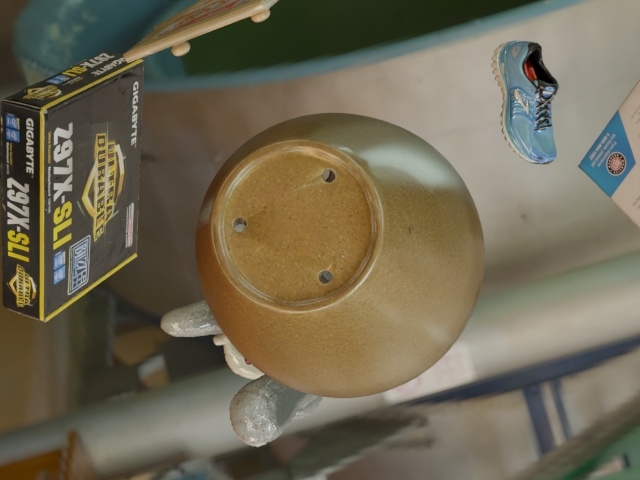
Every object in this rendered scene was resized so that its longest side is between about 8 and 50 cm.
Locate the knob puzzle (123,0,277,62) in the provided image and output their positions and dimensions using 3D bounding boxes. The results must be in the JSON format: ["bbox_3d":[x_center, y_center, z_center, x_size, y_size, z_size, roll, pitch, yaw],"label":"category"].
[{"bbox_3d":[-0.083,-0.232,1.429,0.213,0.213,0.030,-101,165,-72],"label":"knob puzzle"}]

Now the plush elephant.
[{"bbox_3d":[-0.075,0.086,1.822,0.330,0.255,0.272,-16,99,-48],"label":"plush elephant"}]

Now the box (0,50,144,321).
[{"bbox_3d":[-0.351,-0.081,2.034,0.257,0.079,0.322,-39,140,-56],"label":"box"}]

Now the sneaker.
[{"bbox_3d":[0.265,-0.173,1.786,0.073,0.063,0.162,-10,-82,53],"label":"sneaker"}]

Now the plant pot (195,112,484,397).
[{"bbox_3d":[0.000,0.000,1.071,0.254,0.237,0.237,35,39,-80],"label":"plant pot"}]

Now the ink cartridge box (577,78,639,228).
[{"bbox_3d":[0.426,-0.073,1.456,0.233,0.168,0.171,49,-45,20],"label":"ink cartridge box"}]
